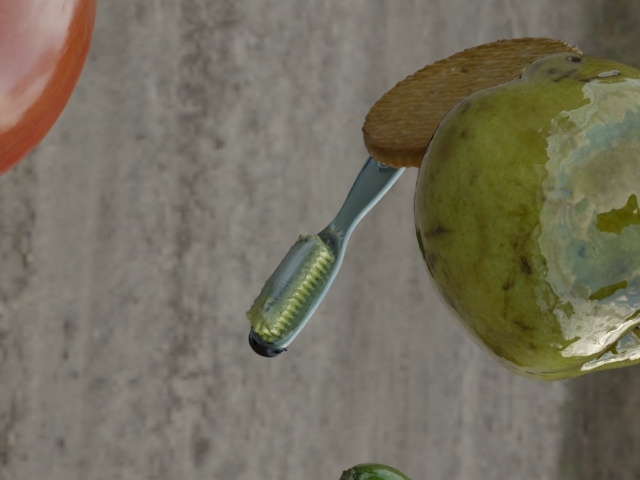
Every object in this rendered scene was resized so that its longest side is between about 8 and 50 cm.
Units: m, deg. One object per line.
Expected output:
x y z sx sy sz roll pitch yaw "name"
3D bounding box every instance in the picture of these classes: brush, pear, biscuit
0.000 0.000 1.851 0.297 0.068 0.060 -56 144 -9 "brush"
0.229 -0.024 1.449 0.304 0.304 0.304 6 83 -59 "pear"
0.161 -0.147 1.707 0.254 0.254 0.035 -54 128 -46 "biscuit"

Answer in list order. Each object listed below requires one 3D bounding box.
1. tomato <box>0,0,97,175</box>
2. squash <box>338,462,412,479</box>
-0.238 -0.139 0.822 0.224 0.255 0.256 -60 140 -14 "tomato"
0.079 0.291 1.647 0.188 0.095 0.095 37 56 -37 "squash"
